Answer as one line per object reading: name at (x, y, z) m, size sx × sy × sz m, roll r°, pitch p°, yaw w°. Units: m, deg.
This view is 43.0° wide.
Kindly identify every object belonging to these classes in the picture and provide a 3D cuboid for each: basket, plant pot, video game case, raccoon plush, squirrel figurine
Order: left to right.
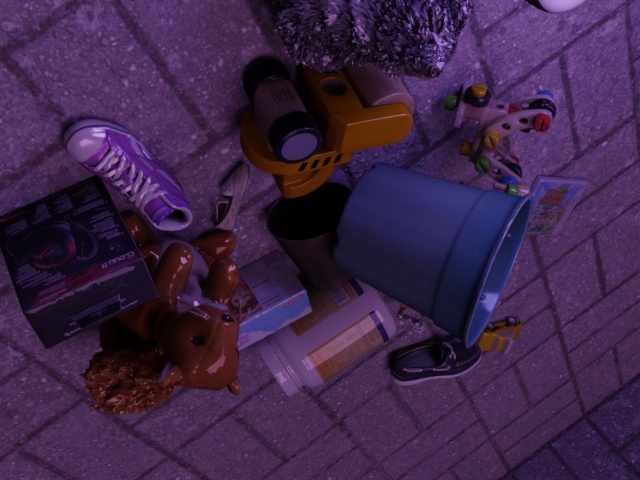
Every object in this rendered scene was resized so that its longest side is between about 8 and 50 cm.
squirrel figurine at (-0.300, 0.193, 1.641) m, size 0.281 × 0.370 × 0.397 m, roll 19°, pitch 115°, yaw -45°
basket at (0.000, 0.000, 1.854) m, size 0.204 × 0.154 × 0.227 m, roll -19°, pitch 142°, yaw -1°
raccoon plush at (0.034, -0.391, 1.351) m, size 0.446 × 0.299 × 0.216 m, roll 9°, pitch 100°, yaw -40°
plant pot at (0.227, 0.007, 1.719) m, size 0.341 × 0.334 × 0.341 m, roll -53°, pitch 156°, yaw -36°
video game case at (0.651, -0.096, 2.325) m, size 0.212 × 0.023 × 0.193 m, roll 0°, pitch 127°, yaw -35°

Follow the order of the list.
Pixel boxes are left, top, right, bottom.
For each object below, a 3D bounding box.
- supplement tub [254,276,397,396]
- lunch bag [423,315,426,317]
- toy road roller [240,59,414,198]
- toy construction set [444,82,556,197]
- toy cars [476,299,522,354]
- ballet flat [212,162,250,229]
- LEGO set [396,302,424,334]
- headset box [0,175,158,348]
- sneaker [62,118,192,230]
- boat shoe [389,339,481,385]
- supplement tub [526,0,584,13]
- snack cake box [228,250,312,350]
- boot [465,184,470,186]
supplement tub at (0.002, 0.217, 1.993) m, size 0.316 × 0.228 × 0.228 m, roll -33°, pitch 139°, yaw -6°
lunch bag at (0.369, 0.057, 2.068) m, size 0.262 × 0.160 × 0.223 m, roll -13°, pitch 138°, yaw -9°
toy road roller at (0.001, -0.224, 1.613) m, size 0.329 × 0.203 × 0.241 m, roll -14°, pitch 147°, yaw -18°
toy construction set at (0.374, -0.214, 1.850) m, size 0.237 × 0.309 × 0.257 m, roll 16°, pitch 162°, yaw -1°
toy cars at (0.529, 0.273, 2.532) m, size 0.176 × 0.087 × 0.393 m, roll -43°, pitch 139°, yaw 6°
ballet flat at (-0.190, -0.088, 1.704) m, size 0.052 × 0.057 × 0.168 m, roll 2°, pitch 126°, yaw -25°
LEGO set at (0.292, 0.129, 2.219) m, size 0.287 × 0.132 × 0.107 m, roll -47°, pitch 162°, yaw -24°
headset box at (-0.440, 0.041, 1.460) m, size 0.218 × 0.293 × 0.110 m, roll -26°, pitch 138°, yaw -14°
sneaker at (-0.338, -0.111, 1.495) m, size 0.102 × 0.161 × 0.282 m, roll -45°, pitch 138°, yaw 11°
boat shoe at (0.356, 0.357, 2.456) m, size 0.302 × 0.114 × 0.091 m, roll -17°, pitch 139°, yaw -17°
supplement tub at (0.360, -0.558, 1.458) m, size 0.193 × 0.316 × 0.194 m, roll -20°, pitch 138°, yaw -20°
snack cake box at (-0.171, 0.153, 1.865) m, size 0.264 × 0.152 × 0.089 m, roll -27°, pitch 139°, yaw -11°
boot at (0.324, -0.047, 2.102) m, size 0.152 × 0.073 × 0.197 m, roll -14°, pitch 132°, yaw -20°
